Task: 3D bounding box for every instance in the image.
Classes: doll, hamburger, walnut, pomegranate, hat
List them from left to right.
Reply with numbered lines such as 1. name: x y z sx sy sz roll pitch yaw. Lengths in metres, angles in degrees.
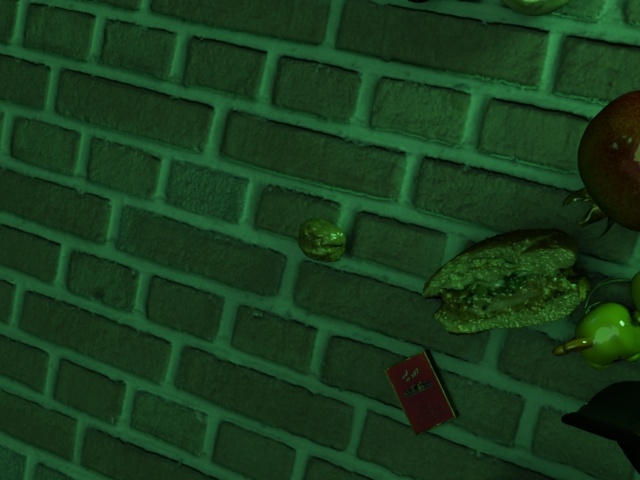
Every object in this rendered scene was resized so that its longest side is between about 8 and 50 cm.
1. walnut: 0.000 0.000 1.929 0.096 0.082 0.079 21 133 32
2. hamburger: 0.308 0.055 1.734 0.283 0.156 0.144 -13 107 33
3. doll: 0.468 0.130 1.672 0.221 0.143 0.135 -30 82 18
4. pomegranate: 0.484 -0.110 1.597 0.257 0.221 0.221 -40 76 26
5. hat: 0.544 0.334 1.608 0.336 0.238 0.209 -6 100 43

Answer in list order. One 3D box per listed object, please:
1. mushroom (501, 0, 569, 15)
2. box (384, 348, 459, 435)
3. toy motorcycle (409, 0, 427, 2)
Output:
1. mushroom: 0.346 -0.439 1.697 0.154 0.122 0.154 0 89 21
2. box: 0.181 0.272 1.887 0.090 0.023 0.133 -28 82 24
3. toy motorcycle: 0.207 -0.568 1.763 0.196 0.125 0.331 48 116 15
